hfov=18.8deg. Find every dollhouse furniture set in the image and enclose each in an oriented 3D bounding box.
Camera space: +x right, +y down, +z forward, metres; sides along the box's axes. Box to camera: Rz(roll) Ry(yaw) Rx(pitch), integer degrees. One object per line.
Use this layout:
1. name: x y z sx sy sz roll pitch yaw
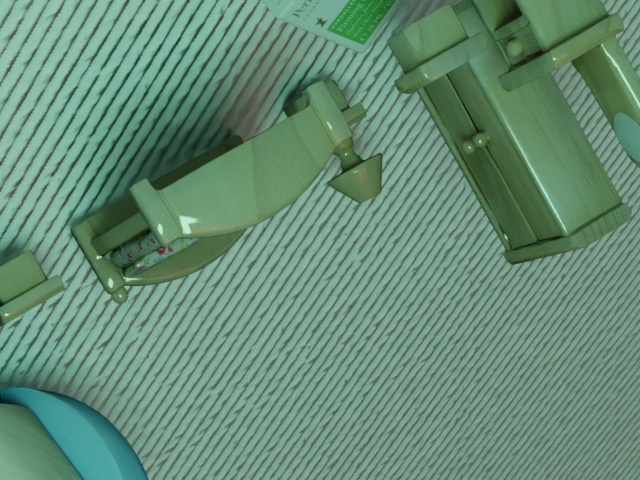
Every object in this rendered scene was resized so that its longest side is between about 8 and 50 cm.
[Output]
1. dollhouse furniture set: 0.000 0.000 1.188 0.355 0.174 0.303 -31 -177 -18

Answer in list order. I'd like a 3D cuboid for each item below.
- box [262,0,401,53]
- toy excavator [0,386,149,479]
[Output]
1. box: 0.004 -0.190 1.184 0.087 0.102 0.101 16 118 -47
2. toy excavator: -0.239 0.304 1.423 0.433 0.222 0.445 -48 152 12
